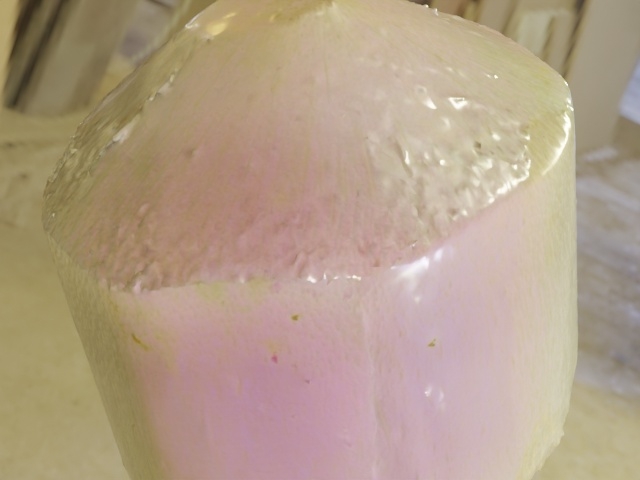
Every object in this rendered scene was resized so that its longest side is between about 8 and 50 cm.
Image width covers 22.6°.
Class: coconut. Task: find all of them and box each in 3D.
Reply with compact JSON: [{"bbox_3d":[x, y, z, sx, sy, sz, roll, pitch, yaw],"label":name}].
[{"bbox_3d":[0.000,0.000,0.716,0.233,0.245,0.233,-6,29,3],"label":"coconut"}]
